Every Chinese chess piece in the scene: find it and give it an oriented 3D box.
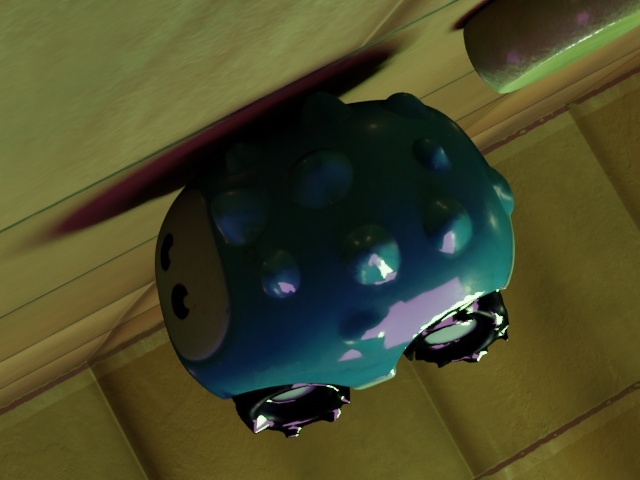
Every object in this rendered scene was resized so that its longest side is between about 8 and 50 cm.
[{"bbox_3d":[0.169,-0.158,1.247,0.144,0.058,0.144,-28,176,-2],"label":"Chinese chess piece"}]

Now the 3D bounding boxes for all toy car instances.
[{"bbox_3d":[0.000,0.000,1.197,0.255,0.188,0.190,-22,150,12],"label":"toy car"}]
